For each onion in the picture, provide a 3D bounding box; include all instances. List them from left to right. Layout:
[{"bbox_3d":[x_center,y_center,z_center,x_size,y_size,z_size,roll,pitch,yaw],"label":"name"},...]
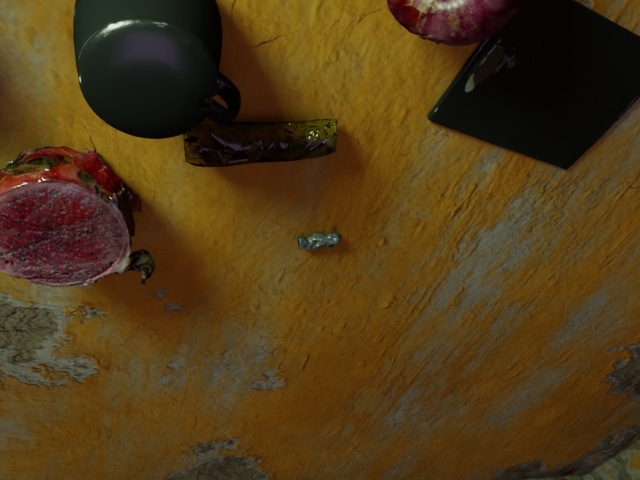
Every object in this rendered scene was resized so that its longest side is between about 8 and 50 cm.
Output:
[{"bbox_3d":[0.156,-0.316,0.673,0.177,0.154,0.177,5,144,4],"label":"onion"}]

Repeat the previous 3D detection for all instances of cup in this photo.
[{"bbox_3d":[-0.176,-0.208,0.681,0.169,0.177,0.223,-39,132,22],"label":"cup"}]

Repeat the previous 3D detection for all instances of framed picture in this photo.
[{"bbox_3d":[0.361,-0.238,0.913,0.323,0.013,0.244,13,132,-26],"label":"framed picture"}]

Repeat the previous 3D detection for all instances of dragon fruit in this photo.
[{"bbox_3d":[-0.375,-0.036,0.859,0.211,0.147,0.282,-44,134,18],"label":"dragon fruit"}]

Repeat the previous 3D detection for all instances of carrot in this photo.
[{"bbox_3d":[-0.084,-0.145,0.859,0.228,0.069,0.069,-6,138,-10],"label":"carrot"}]

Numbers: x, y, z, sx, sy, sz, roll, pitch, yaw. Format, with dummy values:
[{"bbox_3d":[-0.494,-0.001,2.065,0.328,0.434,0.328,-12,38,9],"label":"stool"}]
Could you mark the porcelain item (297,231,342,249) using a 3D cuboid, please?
[{"bbox_3d":[0.000,0.000,1.069,0.083,0.028,0.036,-5,155,-12],"label":"porcelain item"}]
